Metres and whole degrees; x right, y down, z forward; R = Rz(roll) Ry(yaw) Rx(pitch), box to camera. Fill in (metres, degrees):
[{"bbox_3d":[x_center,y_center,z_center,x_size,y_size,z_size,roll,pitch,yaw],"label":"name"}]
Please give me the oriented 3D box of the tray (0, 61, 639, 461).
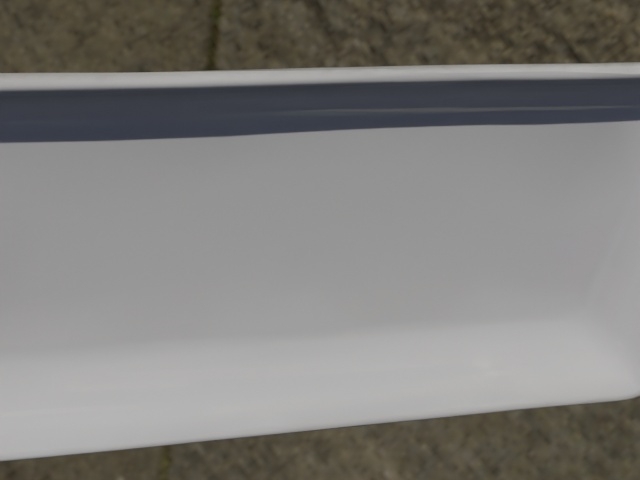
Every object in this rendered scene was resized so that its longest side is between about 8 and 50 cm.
[{"bbox_3d":[0.000,0.000,0.478,0.030,0.270,0.145,-113,28,-41],"label":"tray"}]
